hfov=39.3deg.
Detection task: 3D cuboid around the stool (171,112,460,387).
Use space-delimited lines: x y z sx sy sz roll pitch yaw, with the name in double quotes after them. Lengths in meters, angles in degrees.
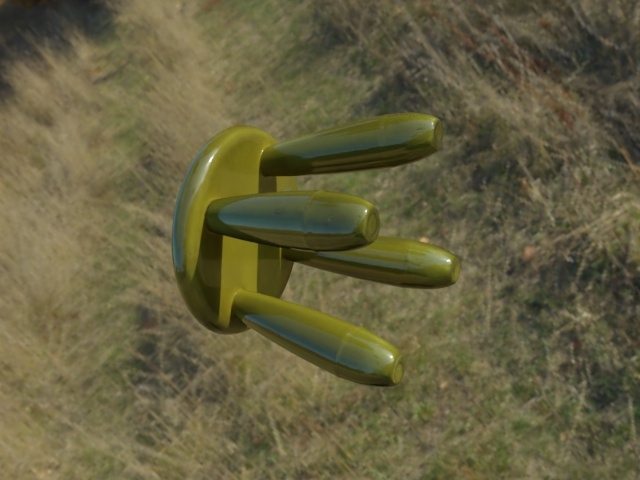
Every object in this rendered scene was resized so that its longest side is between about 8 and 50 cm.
0.000 0.000 0.451 0.110 0.134 0.135 5 81 29 "stool"
